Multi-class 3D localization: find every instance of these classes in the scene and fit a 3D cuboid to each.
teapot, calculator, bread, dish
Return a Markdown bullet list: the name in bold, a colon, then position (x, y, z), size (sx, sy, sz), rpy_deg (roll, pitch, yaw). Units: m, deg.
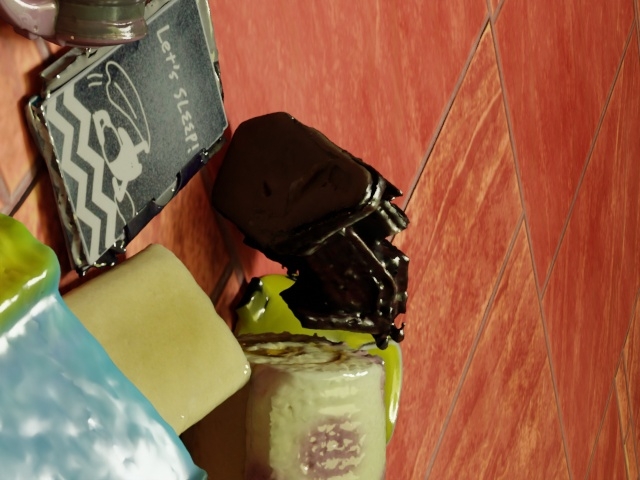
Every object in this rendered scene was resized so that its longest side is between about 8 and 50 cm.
- **teapot**: position (-0.157, -0.199, 1.066), size (0.148, 0.116, 0.146), rpy_deg (-43, 143, -64)
- **calculator**: position (-0.140, -0.100, 1.234), size (0.274, 0.028, 0.166), rpy_deg (-52, 138, -55)
- **bread**: position (-0.030, 0.252, 1.346), size (0.155, 0.187, 0.338), rpy_deg (-3, 100, -34)
- **bread**: position (-0.137, 0.086, 1.176), size (0.139, 0.060, 0.178), rpy_deg (55, 28, 2)
- **dish**: position (0.007, 0.139, 1.527), size (0.262, 0.108, 0.221), rpy_deg (24, 71, -66)

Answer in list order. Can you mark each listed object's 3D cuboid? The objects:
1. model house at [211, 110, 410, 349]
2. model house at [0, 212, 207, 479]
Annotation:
- **model house**: position (0.004, -0.009, 1.380), size (0.141, 0.203, 0.164), rpy_deg (-46, 131, 3)
- **model house**: position (-0.244, 0.106, 0.808), size (0.303, 0.215, 0.237), rpy_deg (60, 35, -16)
